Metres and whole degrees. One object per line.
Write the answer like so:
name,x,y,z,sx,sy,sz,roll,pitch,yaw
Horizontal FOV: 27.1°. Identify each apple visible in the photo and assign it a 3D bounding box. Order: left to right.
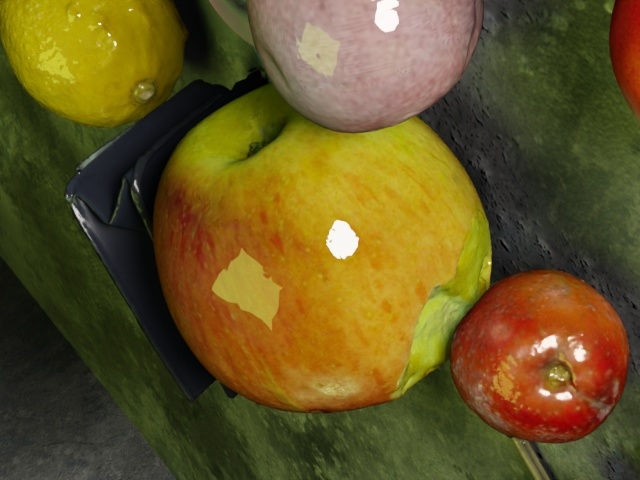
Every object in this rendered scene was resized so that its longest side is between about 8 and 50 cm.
apple,0.000,0.000,1.338,0.339,0.339,0.339,44,153,29

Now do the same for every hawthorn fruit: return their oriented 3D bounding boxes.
hawthorn fruit,0.215,0.115,1.270,0.173,0.173,0.173,44,153,29

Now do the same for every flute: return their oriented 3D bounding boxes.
flute,0.245,0.255,1.553,0.233,0.027,0.027,59,157,-3

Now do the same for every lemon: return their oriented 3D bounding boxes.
lemon,-0.298,-0.272,1.727,0.288,0.233,0.233,54,158,30

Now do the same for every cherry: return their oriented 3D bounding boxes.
cherry,0.026,-0.214,1.149,0.206,0.239,0.239,-38,83,25

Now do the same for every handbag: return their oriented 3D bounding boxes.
handbag,-0.106,-0.009,1.567,0.122,0.303,0.329,-10,114,39

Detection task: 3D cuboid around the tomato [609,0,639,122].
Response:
tomato,0.278,-0.126,0.879,0.195,0.136,0.195,44,154,28

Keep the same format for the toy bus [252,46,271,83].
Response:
toy bus,-0.054,-0.223,1.537,0.046,0.038,0.083,9,128,56

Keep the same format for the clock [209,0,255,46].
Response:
clock,-0.086,-0.364,1.347,0.338,0.102,0.338,45,154,29
